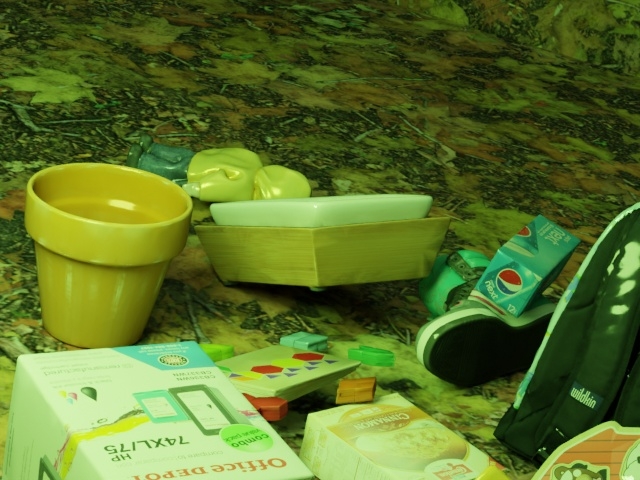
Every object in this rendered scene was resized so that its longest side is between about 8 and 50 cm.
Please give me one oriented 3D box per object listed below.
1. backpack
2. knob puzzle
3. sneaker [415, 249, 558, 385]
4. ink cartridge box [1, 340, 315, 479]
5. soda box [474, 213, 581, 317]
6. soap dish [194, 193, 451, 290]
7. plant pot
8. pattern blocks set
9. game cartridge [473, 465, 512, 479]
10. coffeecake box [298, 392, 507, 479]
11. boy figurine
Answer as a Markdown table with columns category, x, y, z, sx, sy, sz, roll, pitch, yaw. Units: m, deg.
| category | x | y | z | sx | sy | sz | roll | pitch | yaw |
| --- | --- | --- | --- | --- | --- | --- | --- | --- | --- |
| backpack | 0.406 | 0.116 | 2.004 | 0.290 | 0.355 | 0.273 | 23 | 24 | 29 |
| knob puzzle | 0.315 | 0.280 | 1.858 | 0.213 | 0.030 | 0.213 | -8 | 54 | 11 |
| sneaker | 0.185 | 0.093 | 2.258 | 0.178 | 0.124 | 0.295 | 34 | 23 | 35 |
| ink cartridge box | -0.163 | 0.248 | 1.619 | 0.198 | 0.197 | 0.270 | -3 | 26 | -30 |
| soda box | 0.278 | 0.031 | 2.262 | 0.071 | 0.067 | 0.210 | 34 | 23 | 11 |
| soap dish | 0.000 | 0.000 | 2.307 | 0.229 | 0.118 | 0.291 | -5 | 4 | -35 |
| plant pot | -0.273 | 0.026 | 2.124 | 0.205 | 0.188 | 0.205 | 9 | 22 | -4 |
| pattern blocks set | -0.059 | 0.163 | 2.032 | 0.325 | 0.026 | 0.285 | -10 | 15 | -42 |
| game cartridge | 0.117 | 0.374 | 1.295 | 0.323 | 0.053 | 0.285 | -41 | 68 | -15 |
| coffeecake box | 0.091 | 0.252 | 1.903 | 0.142 | 0.068 | 0.185 | -8 | 29 | -41 |
| boy figurine | -0.152 | -0.096 | 2.614 | 0.285 | 0.092 | 0.177 | 13 | 22 | 4 |
